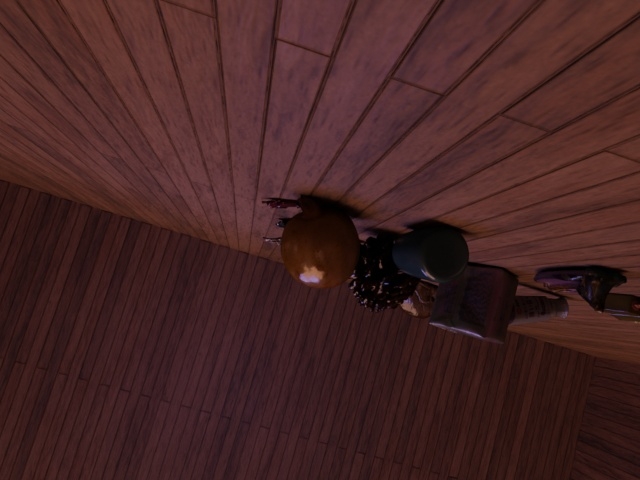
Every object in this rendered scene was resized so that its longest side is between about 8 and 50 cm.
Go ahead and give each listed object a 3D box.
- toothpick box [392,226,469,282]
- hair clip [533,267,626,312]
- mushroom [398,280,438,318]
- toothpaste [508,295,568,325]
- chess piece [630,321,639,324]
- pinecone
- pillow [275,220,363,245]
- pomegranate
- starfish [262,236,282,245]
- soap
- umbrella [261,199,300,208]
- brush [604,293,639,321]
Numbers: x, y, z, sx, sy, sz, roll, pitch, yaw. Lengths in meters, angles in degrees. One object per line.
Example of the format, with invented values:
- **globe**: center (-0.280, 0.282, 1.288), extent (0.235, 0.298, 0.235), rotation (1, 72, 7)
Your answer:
- **toothpick box**: center (0.237, 0.030, 1.251), extent (0.120, 0.120, 0.184), rotation (18, 175, -16)
- **hair clip**: center (0.585, 0.104, 1.302), extent (0.110, 0.096, 0.358), rotation (-19, 179, 3)
- **mushroom**: center (0.405, 0.248, 2.358), extent (0.285, 0.151, 0.156), rotation (19, 171, -19)
- **toothpaste**: center (0.579, 0.205, 1.654), extent (0.299, 0.114, 0.073), rotation (-2, 154, -6)
- **chess piece**: center (0.849, 0.198, 1.422), extent (0.066, 0.066, 0.122), rotation (18, 179, -17)
- **pinecone**: center (0.164, 0.083, 1.486), extent (0.221, 0.221, 0.221), rotation (16, 172, 2)
- **pillow**: center (0.003, -0.013, 1.744), extent (0.255, 0.034, 0.189), rotation (20, 171, -27)
- **pomegranate**: center (0.003, 0.016, 1.330), extent (0.207, 0.207, 0.207), rotation (16, 172, 2)
- **starfish**: center (-0.063, 0.006, 1.736), extent (0.238, 0.057, 0.213), rotation (19, 167, -34)
- **soap**: center (0.431, 0.171, 1.562), extent (0.182, 0.199, 0.138), rotation (8, 166, 43)
- **umbrella**: center (-0.098, -0.093, 1.423), extent (0.165, 0.025, 0.027), rotation (5, 145, 47)
- **brush**: center (0.795, 0.169, 1.347), extent (0.103, 0.047, 0.233), rotation (22, 170, -22)
